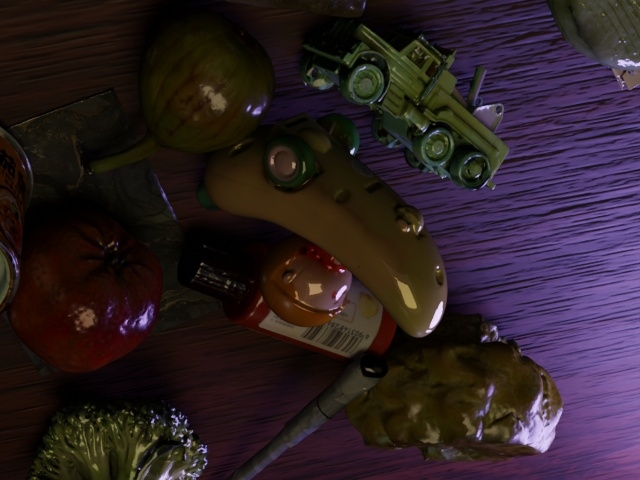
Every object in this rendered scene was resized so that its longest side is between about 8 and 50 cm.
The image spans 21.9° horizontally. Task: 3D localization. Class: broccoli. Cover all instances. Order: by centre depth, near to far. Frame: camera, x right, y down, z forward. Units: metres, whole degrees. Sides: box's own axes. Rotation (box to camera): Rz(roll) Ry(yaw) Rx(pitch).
[{"bbox_3d":[-0.255,0.376,2.045,0.221,0.361,0.252,16,163,-21],"label":"broccoli"}]

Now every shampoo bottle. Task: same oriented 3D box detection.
[{"bbox_3d":[-0.044,0.067,1.998,0.278,0.104,0.104,21,120,-29],"label":"shampoo bottle"}]

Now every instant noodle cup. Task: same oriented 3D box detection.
[{"bbox_3d":[-0.413,-0.010,1.780,0.216,0.172,0.216,-7,131,-9],"label":"instant noodle cup"}]

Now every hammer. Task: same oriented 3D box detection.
[{"bbox_3d":[-0.042,0.262,2.140,0.152,0.044,0.427,24,134,-27],"label":"hammer"}]

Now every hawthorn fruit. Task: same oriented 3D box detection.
[{"bbox_3d":[-0.280,0.068,1.894,0.179,0.179,0.200,17,142,-27],"label":"hawthorn fruit"}]

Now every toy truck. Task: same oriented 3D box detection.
[{"bbox_3d":[0.104,-0.169,1.855,0.259,0.128,0.135,32,89,-32],"label":"toy truck"}]

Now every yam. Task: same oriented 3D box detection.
[{"bbox_3d":[-0.081,-0.275,1.741,0.274,0.061,0.061,3,127,-17],"label":"yam"}]

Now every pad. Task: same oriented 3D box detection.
[{"bbox_3d":[-0.291,0.002,1.942,0.248,0.007,0.367,-21,131,2],"label":"pad"}]

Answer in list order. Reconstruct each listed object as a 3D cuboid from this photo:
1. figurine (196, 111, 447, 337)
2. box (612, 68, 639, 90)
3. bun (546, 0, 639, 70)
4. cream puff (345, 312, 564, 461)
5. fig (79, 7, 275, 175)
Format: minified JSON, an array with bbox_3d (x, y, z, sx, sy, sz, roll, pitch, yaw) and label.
[{"bbox_3d":[0.000,0.000,1.847,0.222,0.324,0.124,-56,166,30],"label":"figurine"},{"bbox_3d":[0.407,-0.236,1.932,0.149,0.020,0.073,-27,131,7],"label":"box"},{"bbox_3d":[0.342,-0.291,1.813,0.221,0.108,0.221,-10,124,-15],"label":"bun"},{"bbox_3d":[0.172,0.187,2.129,0.282,0.185,0.282,1,168,0],"label":"cream puff"},{"bbox_3d":[-0.161,-0.129,1.781,0.151,0.151,0.259,28,118,-32],"label":"fig"}]
